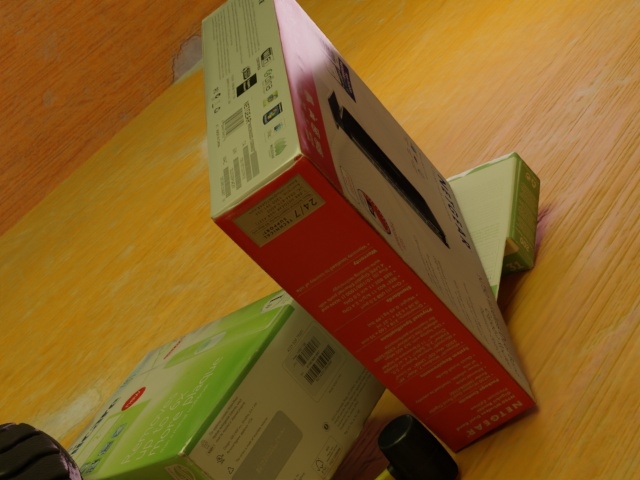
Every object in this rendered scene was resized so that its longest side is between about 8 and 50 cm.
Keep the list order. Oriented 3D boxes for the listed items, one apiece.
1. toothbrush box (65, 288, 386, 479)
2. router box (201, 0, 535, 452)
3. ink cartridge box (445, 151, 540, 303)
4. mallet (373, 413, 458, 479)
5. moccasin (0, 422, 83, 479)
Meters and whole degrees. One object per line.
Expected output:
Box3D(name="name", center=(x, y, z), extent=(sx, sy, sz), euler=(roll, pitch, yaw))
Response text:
Box3D(name="toothbrush box", center=(-0.101, 0.173, 0.978), extent=(0.283, 0.122, 0.206), euler=(-28, 19, 49))
Box3D(name="router box", center=(0.029, -0.036, 0.940), extent=(0.082, 0.301, 0.335), euler=(-35, 32, 16))
Box3D(name="ink cartridge box", center=(0.122, 0.033, 1.094), extent=(0.171, 0.056, 0.235), euler=(-21, 39, 34))
Box3D(name="mallet", center=(0.026, 0.219, 0.868), extent=(0.189, 0.062, 0.039), euler=(-48, 15, 8))
Box3D(name="moccasin", center=(-0.196, 0.273, 0.823), extent=(0.139, 0.147, 0.380), euler=(-24, 39, -27))
